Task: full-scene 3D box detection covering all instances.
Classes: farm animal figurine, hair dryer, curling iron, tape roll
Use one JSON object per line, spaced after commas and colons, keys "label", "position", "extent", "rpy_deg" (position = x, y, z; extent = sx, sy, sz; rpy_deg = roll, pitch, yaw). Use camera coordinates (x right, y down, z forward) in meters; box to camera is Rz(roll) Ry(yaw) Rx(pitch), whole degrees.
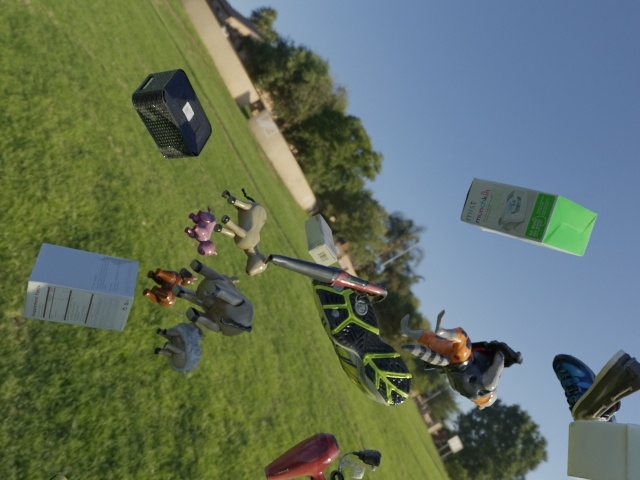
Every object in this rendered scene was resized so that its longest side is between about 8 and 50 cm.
{"label": "farm animal figurine", "position": [-0.221, 0.089, 1.113], "extent": [0.172, 0.330, 0.326], "rpy_deg": [34, 21, -41]}
{"label": "hair dryer", "position": [0.004, 0.590, 1.223], "extent": [0.294, 0.223, 0.080], "rpy_deg": [20, -19, -4]}
{"label": "curling iron", "position": [0.020, 0.073, 0.908], "extent": [0.274, 0.068, 0.035], "rpy_deg": [21, 50, -39]}
{"label": "tape roll", "position": [0.588, 0.394, 0.873], "extent": [0.286, 0.286, 0.100], "rpy_deg": [63, 38, -64]}

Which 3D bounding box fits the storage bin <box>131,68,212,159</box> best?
{"label": "storage bin", "position": [-0.341, -0.292, 1.169], "extent": [0.180, 0.085, 0.122], "rpy_deg": [70, 27, -43]}

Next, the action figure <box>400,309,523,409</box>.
{"label": "action figure", "position": [0.354, 0.345, 1.391], "extent": [0.330, 0.178, 0.341], "rpy_deg": [44, -37, -7]}

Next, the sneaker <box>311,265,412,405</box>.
{"label": "sneaker", "position": [0.072, 0.247, 1.257], "extent": [0.147, 0.145, 0.384], "rpy_deg": [-27, -90, 55]}

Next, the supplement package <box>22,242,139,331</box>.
{"label": "supplement package", "position": [-0.457, 0.092, 0.963], "extent": [0.179, 0.105, 0.105], "rpy_deg": [14, 37, -23]}

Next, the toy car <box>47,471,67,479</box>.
{"label": "toy car", "position": [-0.551, 0.602, 1.018], "extent": [0.053, 0.225, 0.239], "rpy_deg": [24, -29, 16]}

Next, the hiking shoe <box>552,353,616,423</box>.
{"label": "hiking shoe", "position": [0.852, 0.513, 1.619], "extent": [0.132, 0.113, 0.304], "rpy_deg": [-7, 63, -47]}

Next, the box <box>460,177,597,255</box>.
{"label": "box", "position": [0.541, -0.058, 1.302], "extent": [0.262, 0.126, 0.231], "rpy_deg": [11, 9, -42]}

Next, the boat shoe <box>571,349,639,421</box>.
{"label": "boat shoe", "position": [0.737, 0.406, 1.279], "extent": [0.095, 0.112, 0.335], "rpy_deg": [46, -25, 37]}

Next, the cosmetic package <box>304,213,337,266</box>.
{"label": "cosmetic package", "position": [0.000, 0.000, 1.092], "extent": [0.060, 0.041, 0.115], "rpy_deg": [53, 16, -35]}
